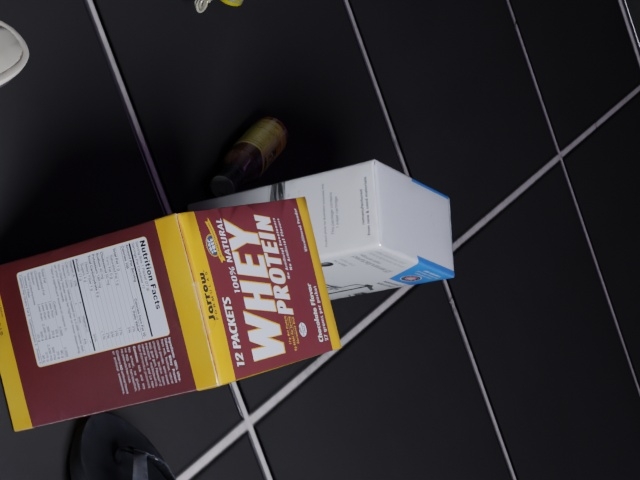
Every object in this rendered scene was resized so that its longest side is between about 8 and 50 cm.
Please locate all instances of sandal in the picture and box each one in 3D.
[{"bbox_3d":[-0.119,0.226,1.295,0.097,0.054,0.254,20,30,-41],"label":"sandal"}]

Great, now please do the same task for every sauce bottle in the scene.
[{"bbox_3d":[-0.071,-0.078,1.647,0.042,0.042,0.128,64,33,-19],"label":"sauce bottle"}]

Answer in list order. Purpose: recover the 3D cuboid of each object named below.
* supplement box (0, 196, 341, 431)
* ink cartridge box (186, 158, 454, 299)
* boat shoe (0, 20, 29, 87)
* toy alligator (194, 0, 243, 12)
[{"bbox_3d":[-0.122,0.055,1.331,0.191,0.194,0.129,-10,86,-61],"label":"supplement box"},{"bbox_3d":[0.000,0.000,1.567,0.148,0.203,0.086,20,62,-56],"label":"ink cartridge box"},{"bbox_3d":[-0.297,-0.104,1.179,0.206,0.065,0.075,-26,73,-40],"label":"boat shoe"},{"bbox_3d":[-0.094,-0.268,1.691,0.051,0.056,0.190,33,30,12],"label":"toy alligator"}]
